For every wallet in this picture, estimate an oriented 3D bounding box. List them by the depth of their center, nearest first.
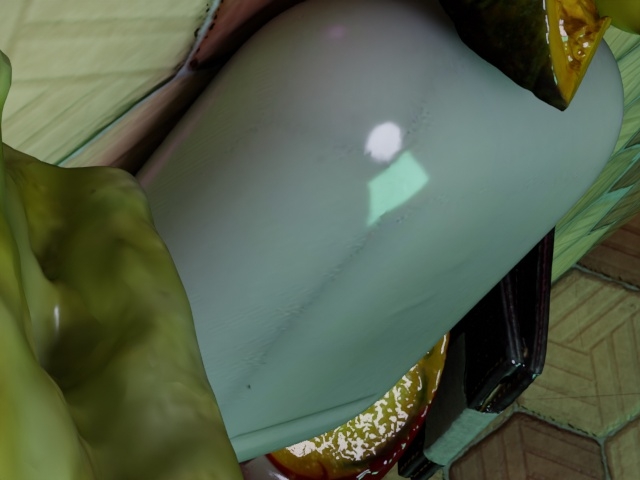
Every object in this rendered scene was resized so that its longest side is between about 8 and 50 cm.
[{"bbox_3d":[0.105,0.026,1.302,0.071,0.262,0.221,12,149,-17],"label":"wallet"}]

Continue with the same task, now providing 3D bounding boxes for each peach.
[{"bbox_3d":[-0.008,0.089,1.235,0.196,0.190,0.226,-9,148,-53],"label":"peach"}]

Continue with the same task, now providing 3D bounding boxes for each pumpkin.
[{"bbox_3d":[0.106,-0.165,0.812,0.183,0.107,0.119,-68,166,15],"label":"pumpkin"}]

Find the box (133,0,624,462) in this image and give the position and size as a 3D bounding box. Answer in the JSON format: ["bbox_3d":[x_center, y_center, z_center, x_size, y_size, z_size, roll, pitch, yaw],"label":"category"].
[{"bbox_3d":[-0.001,-0.001,0.979,0.288,0.141,0.349,-12,150,-52],"label":"box"}]

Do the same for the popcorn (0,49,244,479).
[{"bbox_3d":[-0.165,0.080,0.509,0.312,0.312,0.312,-37,168,-9],"label":"popcorn"}]

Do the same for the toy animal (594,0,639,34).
[{"bbox_3d":[0.231,-0.206,0.942,0.230,0.156,0.156,-44,168,17],"label":"toy animal"}]
